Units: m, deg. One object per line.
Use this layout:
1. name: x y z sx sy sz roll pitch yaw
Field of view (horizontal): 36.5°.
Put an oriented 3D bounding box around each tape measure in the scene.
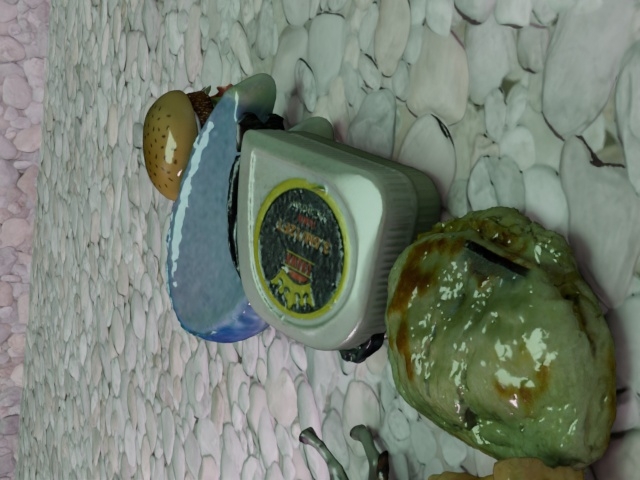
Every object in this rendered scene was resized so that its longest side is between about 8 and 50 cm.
1. tape measure: 0.000 0.000 0.953 0.235 0.115 0.207 25 113 42

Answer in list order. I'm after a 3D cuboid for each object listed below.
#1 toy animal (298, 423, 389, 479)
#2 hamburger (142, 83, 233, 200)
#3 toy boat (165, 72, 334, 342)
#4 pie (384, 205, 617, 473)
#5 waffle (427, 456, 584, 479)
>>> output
1. toy animal: 0.018 0.308 1.004 0.170 0.090 0.255 41 130 51
2. hamburger: -0.163 -0.126 1.282 0.175 0.137 0.175 2 92 60
3. toy boat: -0.073 -0.024 1.160 0.215 0.123 0.329 38 118 40
4. pie: 0.125 0.073 0.759 0.248 0.090 0.201 17 103 59
5. waffle: 0.069 0.330 0.719 0.348 0.078 0.304 -28 54 46
